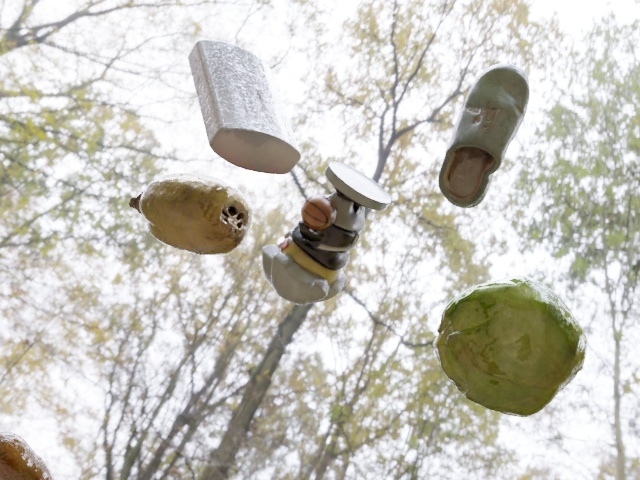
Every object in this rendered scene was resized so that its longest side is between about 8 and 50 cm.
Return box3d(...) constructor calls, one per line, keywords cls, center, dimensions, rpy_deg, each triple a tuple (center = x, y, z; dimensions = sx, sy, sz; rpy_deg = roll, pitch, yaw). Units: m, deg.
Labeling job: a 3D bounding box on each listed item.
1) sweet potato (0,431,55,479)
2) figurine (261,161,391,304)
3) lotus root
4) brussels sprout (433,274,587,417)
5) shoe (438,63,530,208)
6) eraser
box3d(cls="sweet potato", center=(-0.368, 0.306, 0.928), dimensions=(0.057, 0.056, 0.194), rpy_deg=(-7, -56, 28))
box3d(cls="figurine", center=(0.000, 0.000, 1.194), dimensions=(0.133, 0.176, 0.236), rpy_deg=(43, -66, 26))
box3d(cls="lotus root", center=(-0.283, -0.062, 1.556), dimensions=(0.343, 0.151, 0.169), rpy_deg=(12, -53, 42))
box3d(cls="brussels sprout", center=(0.276, 0.152, 1.073), dimensions=(0.223, 0.161, 0.223), rpy_deg=(10, -63, 20))
box3d(cls="shoe", center=(0.264, -0.166, 1.193), dimensions=(0.103, 0.100, 0.250), rpy_deg=(21, -71, 12))
box3d(cls="eraser", center=(-0.147, -0.253, 1.372), dimensions=(0.174, 0.270, 0.095), rpy_deg=(14, -48, -35))
